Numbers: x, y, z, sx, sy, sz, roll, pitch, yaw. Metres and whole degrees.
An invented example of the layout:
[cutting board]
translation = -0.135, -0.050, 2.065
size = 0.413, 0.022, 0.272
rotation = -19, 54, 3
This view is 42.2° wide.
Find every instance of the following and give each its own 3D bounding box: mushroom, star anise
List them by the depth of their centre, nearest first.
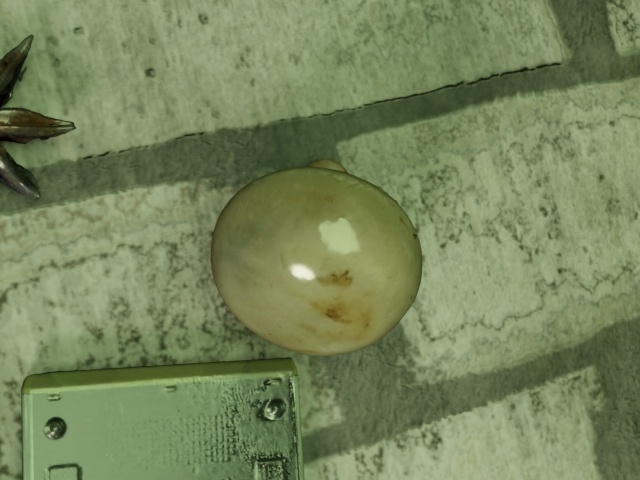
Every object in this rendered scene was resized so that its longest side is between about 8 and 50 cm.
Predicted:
[star anise]
translation = -0.323, -0.110, 0.768
size = 0.180, 0.061, 0.204
rotation = -32, 94, -23
[mushroom]
translation = 0.000, 0.000, 0.822
size = 0.207, 0.207, 0.215
rotation = 29, 39, -15

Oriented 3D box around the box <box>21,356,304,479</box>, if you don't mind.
[box]
translation = -0.145, 0.223, 0.798
size = 0.270, 0.045, 0.211
rotation = 1, 81, -21
